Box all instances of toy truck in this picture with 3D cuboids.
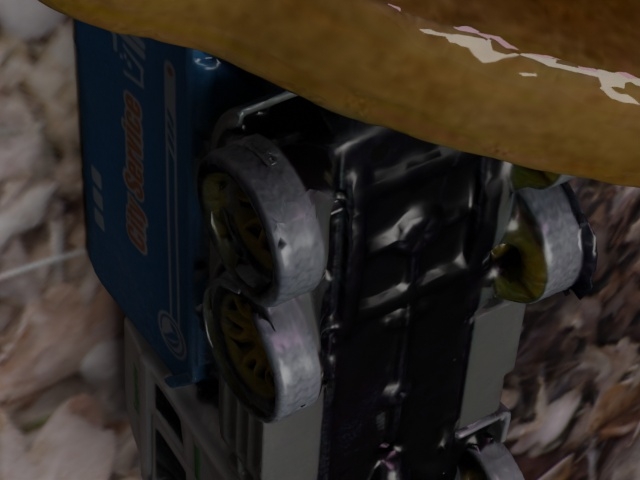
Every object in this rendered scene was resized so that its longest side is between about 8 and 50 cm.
[{"bbox_3d":[0.000,0.000,0.735,0.146,0.175,0.367,-21,138,-25],"label":"toy truck"}]

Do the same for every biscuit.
[{"bbox_3d":[0.047,-0.145,0.581,0.344,0.287,0.057,11,144,-17],"label":"biscuit"}]
